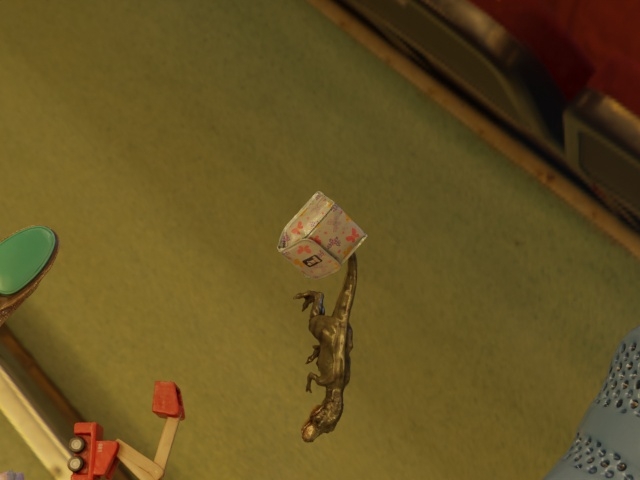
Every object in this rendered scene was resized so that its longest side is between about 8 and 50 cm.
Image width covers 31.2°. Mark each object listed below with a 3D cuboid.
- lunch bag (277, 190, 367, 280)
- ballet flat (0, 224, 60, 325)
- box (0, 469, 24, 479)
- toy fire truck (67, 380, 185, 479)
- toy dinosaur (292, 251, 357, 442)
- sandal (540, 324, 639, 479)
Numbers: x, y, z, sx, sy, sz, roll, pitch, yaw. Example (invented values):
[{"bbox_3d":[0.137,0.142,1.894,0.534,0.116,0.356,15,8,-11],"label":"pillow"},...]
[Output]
[{"bbox_3d":[0.000,0.000,1.301,0.083,0.071,0.053,-46,36,-1],"label":"lunch bag"},{"bbox_3d":[-0.376,0.067,1.307,0.073,0.067,0.206,37,66,12],"label":"ballet flat"},{"bbox_3d":[-0.404,0.469,1.515,0.067,0.063,0.324,-15,76,5],"label":"box"},{"bbox_3d":[-0.239,0.271,1.410,0.135,0.047,0.192,-1,72,3],"label":"toy fire truck"},{"bbox_3d":[0.010,0.115,1.440,0.064,0.118,0.268,7,88,-21],"label":"toy dinosaur"},{"bbox_3d":[0.144,0.192,0.651,0.138,0.126,0.317,22,80,-10],"label":"sandal"}]
